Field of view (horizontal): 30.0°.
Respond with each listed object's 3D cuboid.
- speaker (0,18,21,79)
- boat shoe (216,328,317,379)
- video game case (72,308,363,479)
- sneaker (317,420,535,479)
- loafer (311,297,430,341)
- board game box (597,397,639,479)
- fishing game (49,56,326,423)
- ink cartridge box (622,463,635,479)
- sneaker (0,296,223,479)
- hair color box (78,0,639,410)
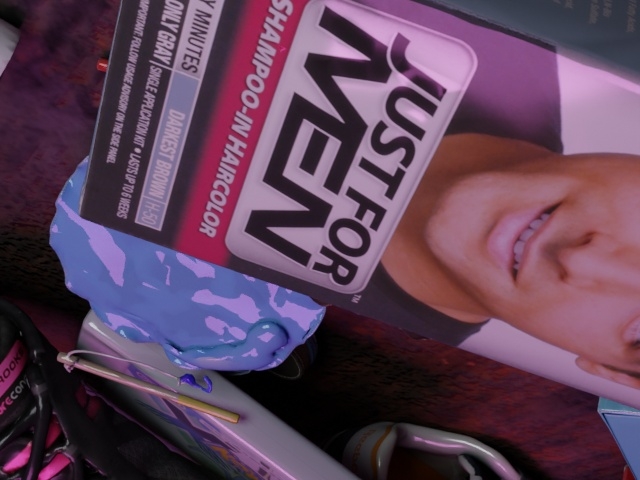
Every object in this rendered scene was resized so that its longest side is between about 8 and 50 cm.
[{"bbox_3d":[-0.237,-0.127,0.657,0.136,0.055,0.055,30,148,-22],"label":"speaker"},{"bbox_3d":[-0.067,0.064,0.883,0.066,0.066,0.183,-5,144,35],"label":"boat shoe"},{"bbox_3d":[-0.067,0.185,0.984,0.329,0.036,0.300,37,159,-2],"label":"video game case"},{"bbox_3d":[0.147,0.261,1.052,0.321,0.126,0.127,27,155,-15],"label":"sneaker"},{"bbox_3d":[0.000,0.000,0.670,0.220,0.080,0.078,31,124,-13],"label":"loafer"},{"bbox_3d":[0.360,0.166,0.829,0.253,0.079,0.336,-1,146,28],"label":"board game box"},{"bbox_3d":[-0.080,0.007,0.765,0.189,0.041,0.264,15,127,4],"label":"fishing game"},{"bbox_3d":[0.279,0.301,1.044,0.078,0.134,0.231,-10,141,39],"label":"ink cartridge box"},{"bbox_3d":[-0.234,0.163,0.900,0.482,0.185,0.202,33,162,5],"label":"sneaker"},{"bbox_3d":[0.096,-0.044,0.537,0.374,0.114,0.185,19,138,-4],"label":"hair color box"}]
